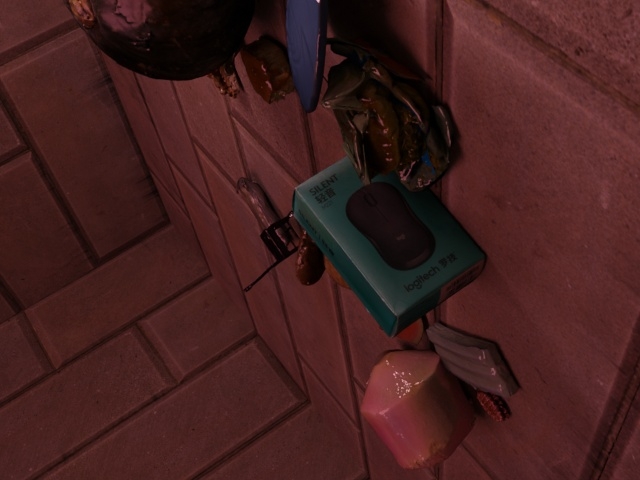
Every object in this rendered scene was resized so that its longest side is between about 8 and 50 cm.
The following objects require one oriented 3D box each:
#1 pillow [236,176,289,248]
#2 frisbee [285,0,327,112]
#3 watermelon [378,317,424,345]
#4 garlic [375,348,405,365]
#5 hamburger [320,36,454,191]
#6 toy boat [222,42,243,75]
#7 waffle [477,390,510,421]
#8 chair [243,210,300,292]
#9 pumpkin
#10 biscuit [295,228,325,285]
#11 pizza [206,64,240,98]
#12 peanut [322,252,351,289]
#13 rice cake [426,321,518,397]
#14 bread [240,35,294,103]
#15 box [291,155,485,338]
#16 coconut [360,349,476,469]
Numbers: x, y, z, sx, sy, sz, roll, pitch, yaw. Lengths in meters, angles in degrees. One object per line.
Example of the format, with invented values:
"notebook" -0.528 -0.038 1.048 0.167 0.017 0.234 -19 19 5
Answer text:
"pillow" -0.167 -0.081 2.416 0.255 0.059 0.169 56 164 0
"frisbee" -0.030 -0.346 1.279 0.289 0.049 0.290 180 90 -83
"watermelon" 0.169 0.168 1.819 0.125 0.094 0.135 55 161 40
"garlic" 0.208 0.332 1.997 0.147 0.102 0.159 53 -178 -36
"hamburger" 0.084 -0.184 1.317 0.276 0.150 0.261 52 164 19
"toy boat" -0.229 -0.470 1.849 0.185 0.071 0.089 61 164 -8
"waffle" 0.360 0.345 1.697 0.075 0.029 0.083 62 166 -12
"chair" -0.145 0.032 2.253 0.113 0.229 0.106 54 163 2
"pumpkin" -0.329 -0.523 1.559 0.454 0.344 0.454 47 164 18
"biscuit" 0.000 0.000 1.827 0.042 0.226 0.226 15 149 15
"pizza" -0.267 -0.437 2.026 0.194 0.069 0.154 62 163 -7
"peanut" 0.070 0.017 1.756 0.147 0.147 0.306 49 161 27
"rice cake" 0.304 0.243 1.648 0.127 0.043 0.237 60 165 -14
"bread" -0.109 -0.356 1.711 0.140 0.069 0.128 40 157 49
"box" 0.115 -0.012 1.445 0.311 0.205 0.118 53 161 19
"coconut" 0.211 0.360 1.821 0.245 0.233 0.233 59 164 -5
